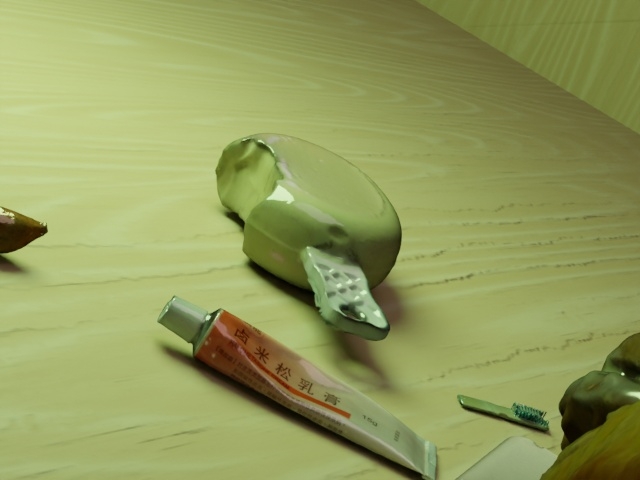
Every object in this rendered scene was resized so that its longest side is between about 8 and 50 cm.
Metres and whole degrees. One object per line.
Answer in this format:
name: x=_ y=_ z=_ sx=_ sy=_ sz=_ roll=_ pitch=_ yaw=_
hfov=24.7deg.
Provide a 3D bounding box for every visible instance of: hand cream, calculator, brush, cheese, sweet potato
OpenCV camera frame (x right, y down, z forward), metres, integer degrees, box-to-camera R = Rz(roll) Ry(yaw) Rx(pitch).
hand cream: x=-0.013 y=0.101 z=0.998 sx=0.216 sy=0.038 sz=0.052 roll=29 pitch=45 yaw=-3
calculator: x=0.144 y=0.180 z=0.985 sx=0.100 sy=0.032 sz=0.175 roll=33 pitch=19 yaw=18
brush: x=0.145 y=0.133 z=1.150 sx=0.083 sy=0.013 sz=0.016 roll=17 pitch=22 yaw=-22
cheese: x=0.000 y=0.000 z=1.208 sx=0.163 sy=0.082 sz=0.286 roll=19 pitch=20 yaw=-18
sweet potato: x=-0.232 y=-0.009 z=0.994 sx=0.095 sy=0.034 sz=0.034 roll=7 pitch=24 yaw=-20

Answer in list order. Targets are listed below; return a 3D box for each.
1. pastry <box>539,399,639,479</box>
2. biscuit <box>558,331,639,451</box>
pastry: x=0.228 y=0.191 z=0.620 sx=0.356 sy=0.356 sz=0.164 roll=29 pitch=55 yaw=8
biscuit: x=0.284 y=0.178 z=0.866 sx=0.332 sy=0.103 sz=0.332 roll=40 pitch=-10 yaw=8
